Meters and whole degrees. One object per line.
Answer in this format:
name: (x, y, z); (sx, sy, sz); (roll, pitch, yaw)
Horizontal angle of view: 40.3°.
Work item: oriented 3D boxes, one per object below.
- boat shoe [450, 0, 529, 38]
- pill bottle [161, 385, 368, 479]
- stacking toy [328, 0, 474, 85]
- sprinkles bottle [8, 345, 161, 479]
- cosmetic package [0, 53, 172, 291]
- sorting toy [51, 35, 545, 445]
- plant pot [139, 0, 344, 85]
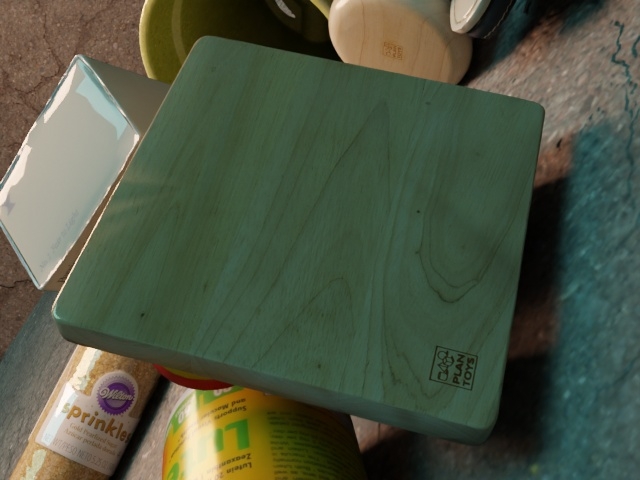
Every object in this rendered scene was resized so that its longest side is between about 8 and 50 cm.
boat shoe: (0.185, -0.267, 0.757); (0.095, 0.079, 0.255); (-28, 34, 57)
pill bottle: (-0.028, 0.190, 0.525); (0.136, 0.136, 0.246); (-53, 21, 16)
stacking toy: (0.131, -0.307, 0.879); (0.141, 0.141, 0.330); (-25, 35, 57)
sprinkles bottle: (-0.281, 0.199, 1.131); (0.121, 0.121, 0.356); (-10, 52, 64)
cosmetic package: (-0.109, -0.037, 0.784); (0.160, 0.309, 0.113); (-52, 59, 21)
sorting toy: (0.000, 0.000, 0.582); (0.089, 0.255, 0.257); (93, -167, -53)
plant pot: (-0.044, -0.277, 1.096); (0.276, 0.276, 0.254); (-39, 17, 43)
